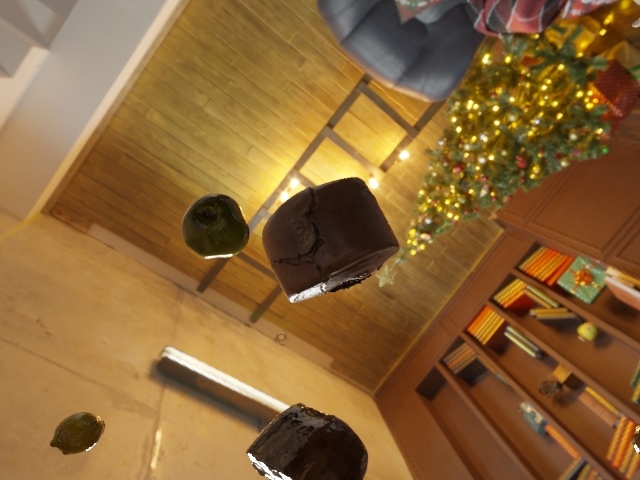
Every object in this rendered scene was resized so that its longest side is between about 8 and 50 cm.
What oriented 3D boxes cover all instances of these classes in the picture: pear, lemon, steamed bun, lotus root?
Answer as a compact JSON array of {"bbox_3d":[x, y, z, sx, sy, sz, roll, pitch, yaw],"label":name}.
[{"bbox_3d":[-0.141,-0.020,0.616,0.092,0.092,0.097,41,150,32],"label":"pear"},{"bbox_3d":[-0.399,0.317,0.771,0.065,0.065,0.092,40,-160,26],"label":"lemon"},{"bbox_3d":[0.000,0.000,1.062,0.252,0.301,0.199,63,-161,9],"label":"steamed bun"},{"bbox_3d":[-0.011,0.239,0.503,0.122,0.081,0.112,1,126,44],"label":"lotus root"}]

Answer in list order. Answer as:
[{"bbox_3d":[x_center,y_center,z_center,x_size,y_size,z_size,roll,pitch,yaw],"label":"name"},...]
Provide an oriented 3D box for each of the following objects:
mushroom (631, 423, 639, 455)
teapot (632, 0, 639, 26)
[{"bbox_3d":[0.340,0.163,0.252,0.068,0.043,0.306,6,178,-31],"label":"mushroom"},{"bbox_3d":[0.519,-0.331,0.598,0.208,0.166,0.300,11,-145,-4],"label":"teapot"}]
